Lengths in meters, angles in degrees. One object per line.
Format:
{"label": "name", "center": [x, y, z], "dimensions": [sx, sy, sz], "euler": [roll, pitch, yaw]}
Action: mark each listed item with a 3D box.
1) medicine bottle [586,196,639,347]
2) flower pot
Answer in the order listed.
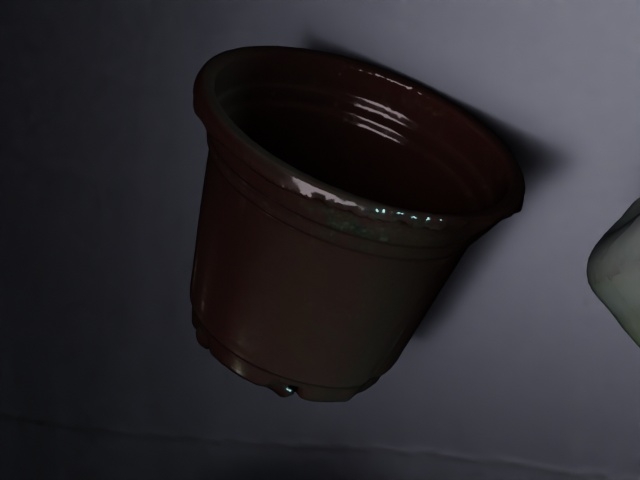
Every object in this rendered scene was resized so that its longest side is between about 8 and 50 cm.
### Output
{"label": "medicine bottle", "center": [0.204, 0.054, 0.433], "dimensions": [0.252, 0.144, 0.144], "euler": [47, 111, 2]}
{"label": "flower pot", "center": [0.000, 0.000, 0.516], "dimensions": [0.111, 0.111, 0.089], "euler": [27, 118, 12]}
